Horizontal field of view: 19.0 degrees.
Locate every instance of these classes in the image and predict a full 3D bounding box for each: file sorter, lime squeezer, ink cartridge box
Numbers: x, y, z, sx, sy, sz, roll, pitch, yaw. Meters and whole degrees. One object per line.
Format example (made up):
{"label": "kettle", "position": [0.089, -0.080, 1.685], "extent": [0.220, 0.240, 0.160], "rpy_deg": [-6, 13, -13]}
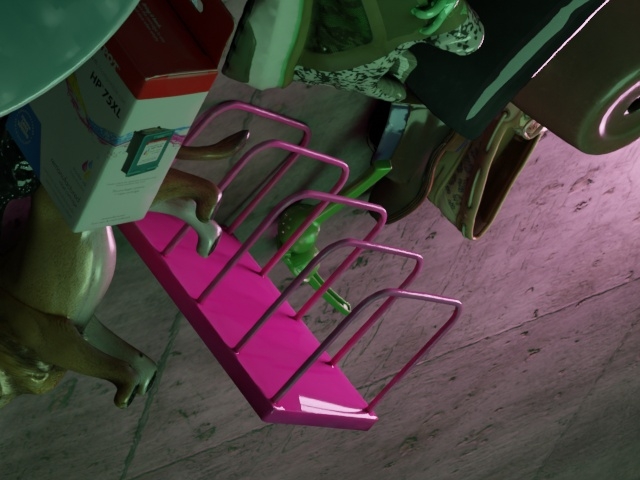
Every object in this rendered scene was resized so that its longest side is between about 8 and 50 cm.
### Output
{"label": "file sorter", "position": [-0.027, 0.022, 1.931], "extent": [0.182, 0.290, 0.202], "rpy_deg": [-48, 152, 17]}
{"label": "lime squeezer", "position": [0.000, 0.000, 2.178], "extent": [0.110, 0.059, 0.310], "rpy_deg": [-18, 151, -19]}
{"label": "ink cartridge box", "position": [-0.168, -0.134, 1.582], "extent": [0.078, 0.134, 0.231], "rpy_deg": [-12, 145, -40]}

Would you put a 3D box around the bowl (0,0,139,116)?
{"label": "bowl", "position": [-0.278, -0.230, 1.342], "extent": [0.311, 0.163, 0.311], "rpy_deg": [-28, 152, -16]}

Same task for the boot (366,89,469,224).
{"label": "boot", "position": [0.079, -0.100, 2.128], "extent": [0.106, 0.082, 0.219], "rpy_deg": [9, 139, -26]}

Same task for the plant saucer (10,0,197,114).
{"label": "plant saucer", "position": [-0.200, -0.179, 1.666], "extent": [0.195, 0.037, 0.195], "rpy_deg": [-27, 153, -15]}

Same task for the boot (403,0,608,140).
{"label": "boot", "position": [0.261, -0.241, 1.584], "extent": [0.445, 0.367, 0.146], "rpy_deg": [-39, 155, 14]}

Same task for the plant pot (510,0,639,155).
{"label": "plant pot", "position": [0.255, -0.214, 1.943], "extent": [0.263, 0.229, 0.263], "rpy_deg": [-27, 153, -15]}

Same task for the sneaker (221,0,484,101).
{"label": "sneaker", "position": [0.056, -0.216, 1.465], "extent": [0.410, 0.182, 0.158], "rpy_deg": [131, -22, -70]}

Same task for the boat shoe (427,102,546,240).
{"label": "boat shoe", "position": [0.224, -0.124, 2.213], "extent": [0.105, 0.089, 0.285], "rpy_deg": [-11, 145, -40]}

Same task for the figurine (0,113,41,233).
{"label": "figurine", "position": [-0.348, -0.039, 1.683], "extent": [0.209, 0.092, 0.215], "rpy_deg": [-51, 151, 12]}

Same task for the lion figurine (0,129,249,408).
{"label": "lion figurine", "position": [-0.242, 0.016, 1.819], "extent": [0.392, 0.240, 0.142], "rpy_deg": [-63, 175, 16]}
